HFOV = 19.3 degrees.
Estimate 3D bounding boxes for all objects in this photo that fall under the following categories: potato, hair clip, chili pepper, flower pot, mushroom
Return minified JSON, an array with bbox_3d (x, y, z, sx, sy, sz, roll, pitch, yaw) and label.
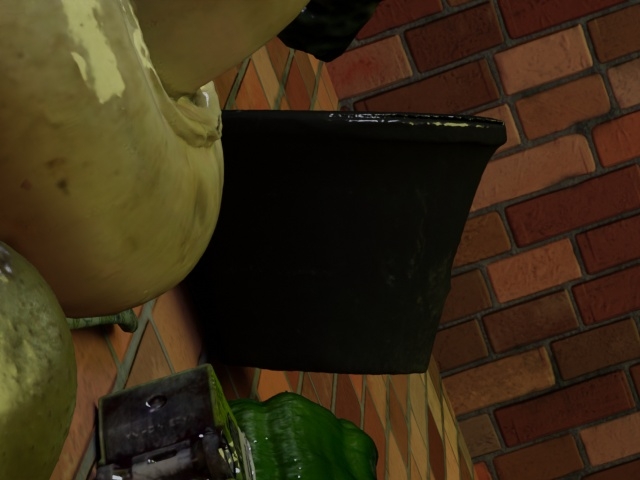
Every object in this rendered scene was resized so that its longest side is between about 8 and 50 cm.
[{"bbox_3d":[-0.187,0.084,0.825,0.194,0.157,0.157,-92,162,-59],"label":"potato"},{"bbox_3d":[-0.171,0.044,1.416,0.066,0.036,0.229,65,8,3],"label":"hair clip"},{"bbox_3d":[-0.001,0.272,1.511,0.385,0.167,0.213,-102,178,-56],"label":"chili pepper"},{"bbox_3d":[0.000,0.000,1.854,0.379,0.379,0.251,-15,108,-82],"label":"flower pot"},{"bbox_3d":[-0.165,-0.136,1.153,0.315,0.315,0.356,-88,-168,-68],"label":"mushroom"}]

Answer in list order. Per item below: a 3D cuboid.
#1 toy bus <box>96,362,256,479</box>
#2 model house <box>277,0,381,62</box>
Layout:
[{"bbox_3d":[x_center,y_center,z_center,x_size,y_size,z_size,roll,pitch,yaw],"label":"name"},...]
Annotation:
[{"bbox_3d":[-0.085,0.237,1.320,0.302,0.113,0.139,-102,174,-45],"label":"toy bus"},{"bbox_3d":[-0.076,-0.488,1.911,0.400,0.445,0.395,19,36,-29],"label":"model house"}]
